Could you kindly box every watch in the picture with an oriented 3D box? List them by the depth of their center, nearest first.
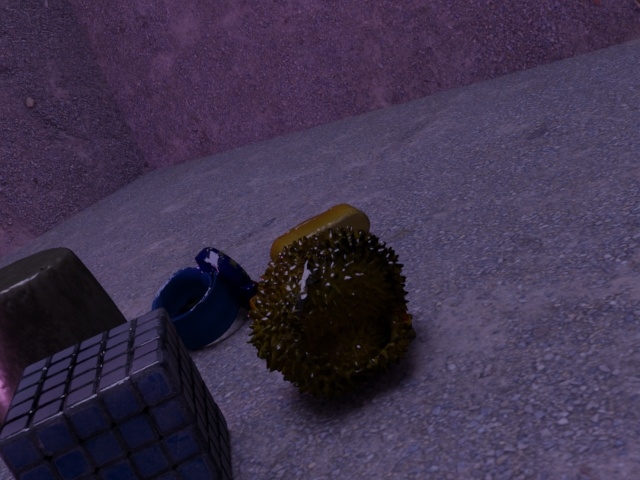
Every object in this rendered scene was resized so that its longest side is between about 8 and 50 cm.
[{"bbox_3d":[-0.239,0.131,1.561,0.200,0.171,0.196,-45,26,-19],"label":"watch"}]

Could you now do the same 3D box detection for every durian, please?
[{"bbox_3d":[0.021,0.105,1.161,0.293,0.258,0.258,-27,17,-31],"label":"durian"}]

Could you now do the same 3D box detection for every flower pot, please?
[{"bbox_3d":[-0.475,0.199,1.338,0.293,0.330,0.293,-20,16,6],"label":"flower pot"}]

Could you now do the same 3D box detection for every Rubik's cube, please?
[{"bbox_3d":[-0.273,0.266,1.036,0.237,0.237,0.238,-23,18,-5],"label":"Rubik's cube"}]

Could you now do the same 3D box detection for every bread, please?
[{"bbox_3d":[0.000,0.000,1.723,0.245,0.102,0.094,-31,26,-19],"label":"bread"}]

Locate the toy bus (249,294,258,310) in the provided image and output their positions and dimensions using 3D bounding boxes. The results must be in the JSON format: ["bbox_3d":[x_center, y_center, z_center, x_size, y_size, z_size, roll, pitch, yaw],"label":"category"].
[{"bbox_3d":[-0.081,0.146,1.400,0.083,0.088,0.194,-27,18,-10],"label":"toy bus"}]
